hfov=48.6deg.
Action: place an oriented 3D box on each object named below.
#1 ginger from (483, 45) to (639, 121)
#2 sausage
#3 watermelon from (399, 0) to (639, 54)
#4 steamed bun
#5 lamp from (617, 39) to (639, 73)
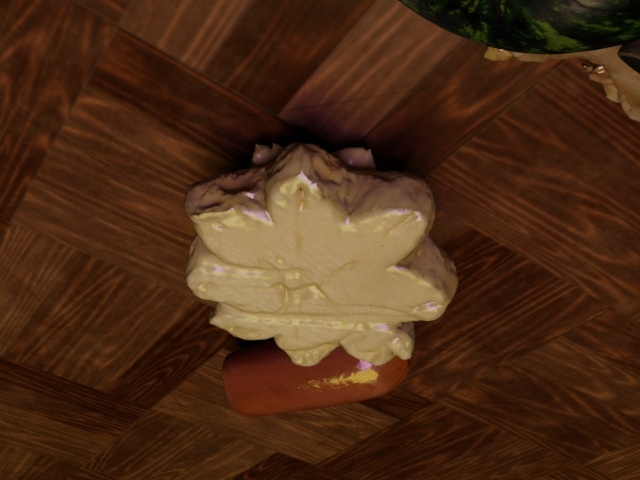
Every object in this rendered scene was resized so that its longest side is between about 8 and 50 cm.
[{"bbox_3d":[0.241,-0.171,0.553,0.214,0.074,0.137,20,128,-9],"label":"ginger"},{"bbox_3d":[-0.001,0.170,0.948,0.259,0.113,0.113,-15,136,23],"label":"sausage"},{"bbox_3d":[0.124,-0.222,0.362,0.269,0.268,0.268,3,140,3],"label":"watermelon"},{"bbox_3d":[0.000,0.000,0.732,0.296,0.137,0.292,30,135,-18],"label":"steamed bun"},{"bbox_3d":[0.289,-0.191,0.447,0.121,0.121,0.214,26,107,-22],"label":"lamp"}]
